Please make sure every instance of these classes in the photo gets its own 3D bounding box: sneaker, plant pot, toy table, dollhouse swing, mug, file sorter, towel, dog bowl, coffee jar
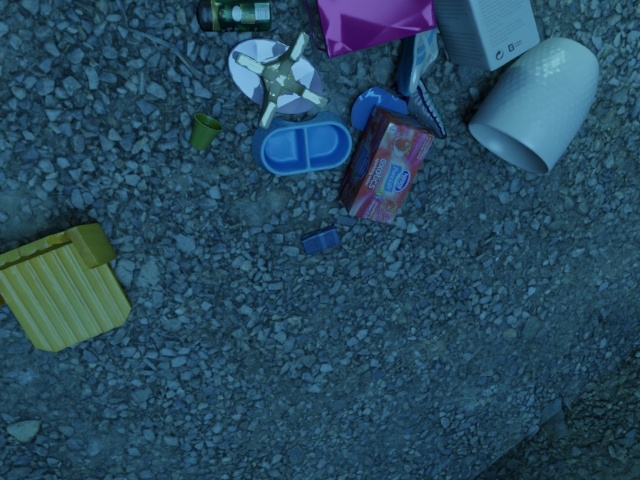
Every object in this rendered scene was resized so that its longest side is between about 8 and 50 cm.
[{"bbox_3d":[0.275,-0.507,1.480,0.092,0.087,0.229,15,83,-23],"label":"sneaker"},{"bbox_3d":[-0.319,-0.290,1.450,0.083,0.083,0.079,22,117,-24],"label":"plant pot"},{"bbox_3d":[-0.106,-0.425,1.401,0.274,0.161,0.252,10,110,-19],"label":"toy table"},{"bbox_3d":[-0.716,0.159,1.423,0.346,0.315,0.305,-22,97,-7],"label":"dollhouse swing"},{"bbox_3d":[0.666,-0.393,1.604,0.328,0.276,0.374,-56,146,4],"label":"mug"},{"bbox_3d":[0.115,-0.617,1.366,0.290,0.182,0.202,-18,118,-7],"label":"file sorter"},{"bbox_3d":[0.000,0.000,1.693,0.119,0.029,0.067,-20,117,-8],"label":"towel"},{"bbox_3d":[0.296,-0.388,1.594,0.098,0.083,0.224,-25,114,19],"label":"sneaker"},{"bbox_3d":[-0.045,-0.272,1.534,0.297,0.074,0.166,-10,115,-12],"label":"dog bowl"},{"bbox_3d":[-0.218,-0.566,1.341,0.184,0.096,0.079,-5,112,-13],"label":"coffee jar"}]

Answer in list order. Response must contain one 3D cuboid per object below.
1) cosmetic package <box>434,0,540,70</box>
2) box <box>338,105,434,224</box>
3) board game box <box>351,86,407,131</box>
[{"bbox_3d":[0.385,-0.694,1.386,0.161,0.230,0.453,-31,119,-2],"label":"cosmetic package"},{"bbox_3d":[0.185,-0.216,1.562,0.154,0.142,0.300,12,119,-22],"label":"box"},{"bbox_3d":[0.170,-0.375,1.567,0.168,0.033,0.133,21,115,-21],"label":"board game box"}]
